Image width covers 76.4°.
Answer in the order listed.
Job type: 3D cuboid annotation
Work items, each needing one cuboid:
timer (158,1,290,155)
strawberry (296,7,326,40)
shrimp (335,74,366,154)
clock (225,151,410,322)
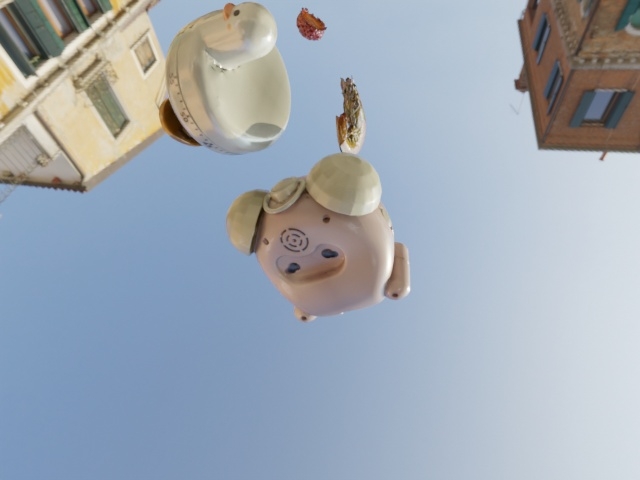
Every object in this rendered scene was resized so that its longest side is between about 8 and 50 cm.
[{"bbox_3d":[-0.133,-0.266,0.686,0.240,0.233,0.234,-1,-131,34],"label":"timer"},{"bbox_3d":[-0.046,-0.952,1.810,0.145,0.086,0.145,14,-122,-23],"label":"strawberry"},{"bbox_3d":[0.086,-0.358,1.206,0.068,0.249,0.150,11,-138,26],"label":"shrimp"},{"bbox_3d":[0.000,0.000,0.862,0.342,0.326,0.184,-21,-150,19],"label":"clock"}]
